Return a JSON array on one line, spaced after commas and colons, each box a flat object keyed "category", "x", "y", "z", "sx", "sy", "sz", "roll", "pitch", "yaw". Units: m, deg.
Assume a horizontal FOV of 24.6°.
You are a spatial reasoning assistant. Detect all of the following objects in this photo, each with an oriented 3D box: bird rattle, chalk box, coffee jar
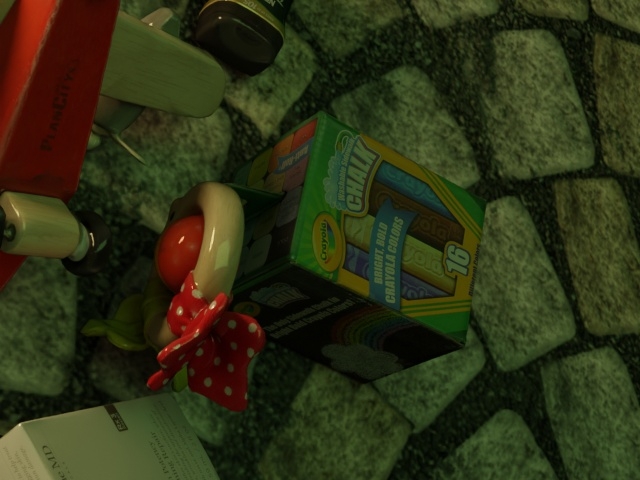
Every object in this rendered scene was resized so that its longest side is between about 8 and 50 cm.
[{"category": "bird rattle", "x": -0.127, "y": 0.043, "z": 1.352, "sx": 0.143, "sy": 0.253, "sz": 0.207, "roll": 14, "pitch": 81, "yaw": -14}, {"category": "chalk box", "x": 0.000, "y": 0.000, "z": 1.517, "sx": 0.289, "sy": 0.180, "sz": 0.179, "roll": 28, "pitch": 58, "yaw": -26}, {"category": "coffee jar", "x": -0.072, "y": -0.277, "z": 1.638, "sx": 0.096, "sy": 0.079, "sz": 0.184, "roll": 31, "pitch": 57, "yaw": -23}]

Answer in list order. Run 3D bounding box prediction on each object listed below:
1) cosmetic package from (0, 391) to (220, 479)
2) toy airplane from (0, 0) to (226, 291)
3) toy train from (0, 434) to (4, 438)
[{"category": "cosmetic package", "x": -0.193, "y": 0.212, "z": 1.286, "sx": 0.117, "sy": 0.085, "sz": 0.231, "roll": 57, "pitch": 21, "yaw": 12}, {"category": "toy airplane", "x": -0.279, "y": -0.179, "z": 1.325, "sx": 0.384, "sy": 0.272, "sz": 0.386, "roll": -42, "pitch": 132, "yaw": -27}, {"category": "toy train", "x": -0.258, "y": 0.210, "z": 1.345, "sx": 0.158, "sy": 0.027, "sz": 0.036, "roll": 29, "pitch": 47, "yaw": -24}]
